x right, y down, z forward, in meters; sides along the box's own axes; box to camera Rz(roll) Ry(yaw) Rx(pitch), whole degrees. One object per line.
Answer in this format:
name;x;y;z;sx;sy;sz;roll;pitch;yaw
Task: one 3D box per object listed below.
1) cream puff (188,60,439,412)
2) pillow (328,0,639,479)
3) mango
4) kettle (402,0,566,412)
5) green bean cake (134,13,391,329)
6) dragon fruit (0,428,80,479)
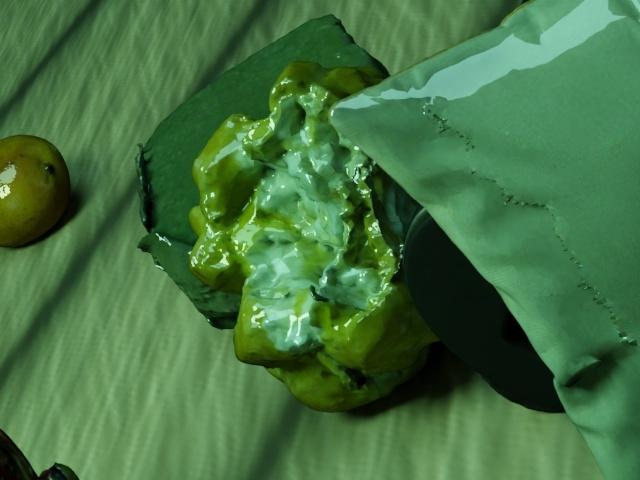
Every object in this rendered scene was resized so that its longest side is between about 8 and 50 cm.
cream puff;0.004;0.001;1.164;0.195;0.195;0.221;-20;67;29
pillow;0.211;-0.019;0.795;0.310;0.312;0.119;-32;16;9
mango;-0.295;-0.051;1.739;0.115;0.089;0.165;-45;22;0
kettle;0.201;-0.077;1.021;0.262;0.203;0.308;-35;19;52
green bean cake;-0.028;-0.046;1.356;0.222;0.125;0.227;-31;27;3
dragon fruit;-0.268;0.211;1.089;0.282;0.211;0.147;-16;19;-16
